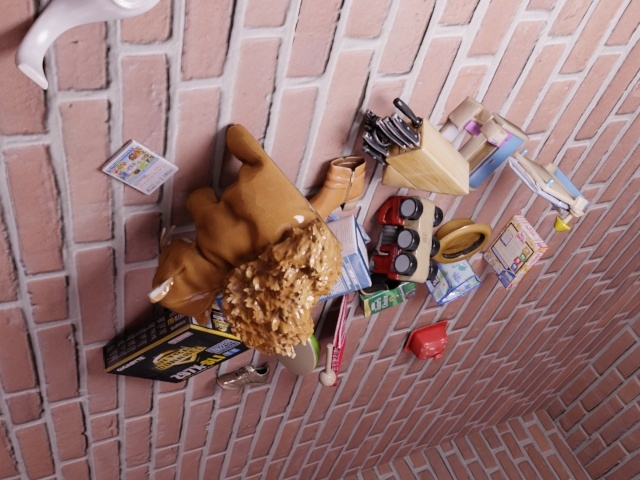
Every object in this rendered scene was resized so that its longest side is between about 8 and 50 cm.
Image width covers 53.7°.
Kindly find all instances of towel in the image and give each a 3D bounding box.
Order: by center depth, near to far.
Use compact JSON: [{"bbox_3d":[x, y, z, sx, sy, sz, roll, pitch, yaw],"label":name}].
[{"bbox_3d":[0.059,0.312,1.960,0.031,0.198,0.275,10,142,5],"label":"towel"}]

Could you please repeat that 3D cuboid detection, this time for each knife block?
[{"bbox_3d":[0.222,-0.207,1.387,0.276,0.088,0.242,9,155,-2],"label":"knife block"}]

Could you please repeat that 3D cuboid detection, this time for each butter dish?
[{"bbox_3d":[0.412,0.390,2.348,0.160,0.118,0.160,-14,144,-19],"label":"butter dish"}]

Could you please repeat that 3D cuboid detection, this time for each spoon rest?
[{"bbox_3d":[-0.341,-0.350,0.935,0.276,0.084,0.137,-43,146,-1],"label":"spoon rest"}]

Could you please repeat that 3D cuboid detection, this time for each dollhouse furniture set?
[{"bbox_3d":[0.439,-0.139,1.520,0.286,0.303,0.198,14,127,-44],"label":"dollhouse furniture set"}]

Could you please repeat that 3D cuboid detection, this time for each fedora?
[{"bbox_3d":[0.405,-0.010,1.860,0.194,0.079,0.194,-14,146,-9],"label":"fedora"}]

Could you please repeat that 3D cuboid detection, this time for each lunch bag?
[{"bbox_3d":[0.400,0.114,1.973,0.151,0.128,0.096,-35,144,14],"label":"lunch bag"}]

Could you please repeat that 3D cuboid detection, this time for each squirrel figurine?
[{"bbox_3d":[-0.162,0.048,1.274,0.370,0.397,0.281,-40,149,2],"label":"squirrel figurine"}]

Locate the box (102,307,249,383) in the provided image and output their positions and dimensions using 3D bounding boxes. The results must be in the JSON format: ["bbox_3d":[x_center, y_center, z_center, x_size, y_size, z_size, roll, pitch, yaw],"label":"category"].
[{"bbox_3d":[-0.362,0.276,1.656,0.322,0.079,0.257,-28,150,25],"label":"box"}]

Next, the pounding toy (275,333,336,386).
[{"bbox_3d":[-0.031,0.309,1.886,0.110,0.237,0.183,-30,134,-43],"label":"pounding toy"}]

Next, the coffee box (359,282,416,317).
[{"bbox_3d":[0.212,0.172,1.998,0.184,0.040,0.113,-20,145,-10],"label":"coffee box"}]

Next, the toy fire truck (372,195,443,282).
[{"bbox_3d":[0.196,0.001,1.678,0.246,0.217,0.158,0,170,45],"label":"toy fire truck"}]

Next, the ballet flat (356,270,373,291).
[{"bbox_3d":[0.057,0.113,1.802,0.250,0.084,0.058,1,173,-38],"label":"ballet flat"}]

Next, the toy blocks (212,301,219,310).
[{"bbox_3d":[-0.262,0.179,1.675,0.123,0.054,0.148,6,133,-38],"label":"toy blocks"}]

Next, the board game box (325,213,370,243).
[{"bbox_3d":[0.000,0.000,1.617,0.194,0.060,0.194,-36,144,12],"label":"board game box"}]

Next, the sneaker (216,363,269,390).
[{"bbox_3d":[-0.245,0.426,2.016,0.188,0.066,0.071,4,118,-44],"label":"sneaker"}]

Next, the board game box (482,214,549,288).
[{"bbox_3d":[0.614,0.037,2.003,0.045,0.146,0.193,-3,139,-31],"label":"board game box"}]

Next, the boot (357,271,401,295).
[{"bbox_3d":[0.214,0.097,1.789,0.198,0.076,0.137,-35,-168,-29],"label":"boot"}]

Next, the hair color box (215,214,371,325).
[{"bbox_3d":[-0.064,0.073,1.483,0.347,0.174,0.105,-18,119,11],"label":"hair color box"}]

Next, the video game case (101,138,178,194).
[{"bbox_3d":[-0.352,-0.141,1.239,0.087,0.011,0.122,-37,145,15],"label":"video game case"}]

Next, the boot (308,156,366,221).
[{"bbox_3d":[0.017,-0.118,1.469,0.197,0.073,0.152,-24,149,-27],"label":"boot"}]
